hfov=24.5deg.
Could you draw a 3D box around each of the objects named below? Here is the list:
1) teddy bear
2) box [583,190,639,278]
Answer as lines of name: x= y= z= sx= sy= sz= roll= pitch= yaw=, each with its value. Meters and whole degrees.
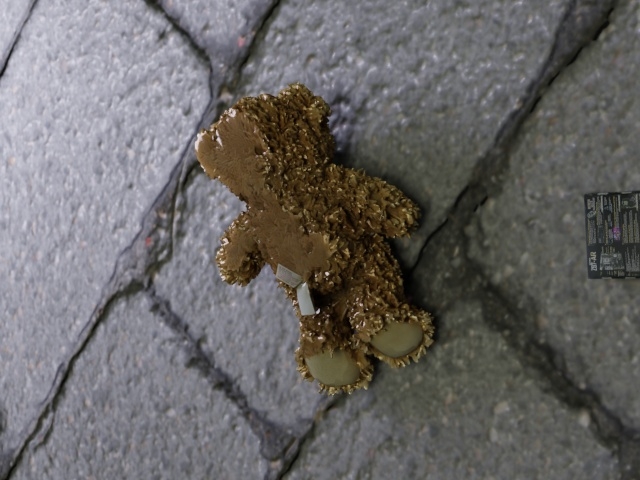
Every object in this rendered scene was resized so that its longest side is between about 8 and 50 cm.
teddy bear: x=0.000 y=0.000 z=1.582 sx=0.338 sy=0.113 sz=0.245 roll=50 pitch=128 yaw=15
box: x=0.285 y=-0.005 z=1.398 sx=0.067 sy=0.018 sz=0.083 roll=-3 pitch=91 yaw=38
